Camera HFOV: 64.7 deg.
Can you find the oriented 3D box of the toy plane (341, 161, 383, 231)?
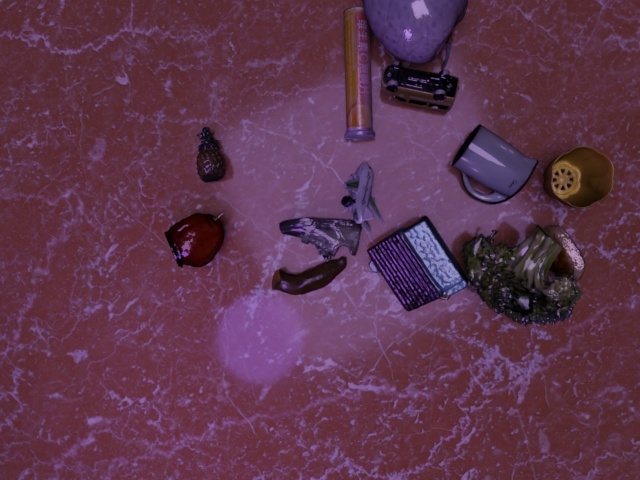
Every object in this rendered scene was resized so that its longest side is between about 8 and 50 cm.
[{"bbox_3d":[0.136,-0.161,1.738,0.101,0.251,0.256,-15,57,31],"label":"toy plane"}]

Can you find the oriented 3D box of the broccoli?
[{"bbox_3d":[0.638,0.121,1.615,0.277,0.317,0.339,20,56,-29],"label":"broccoli"}]

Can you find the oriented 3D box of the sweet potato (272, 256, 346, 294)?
[{"bbox_3d":[-0.039,0.126,1.803,0.285,0.085,0.112,-19,87,6],"label":"sweet potato"}]

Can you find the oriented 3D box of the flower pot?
[{"bbox_3d":[0.821,-0.200,1.649,0.195,0.179,0.195,0,92,7],"label":"flower pot"}]

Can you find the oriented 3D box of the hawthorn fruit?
[{"bbox_3d":[-0.434,-0.018,1.792,0.189,0.189,0.251,40,83,2],"label":"hawthorn fruit"}]

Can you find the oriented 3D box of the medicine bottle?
[{"bbox_3d":[0.126,-0.567,1.731,0.108,0.108,0.427,-2,93,6],"label":"medicine bottle"}]

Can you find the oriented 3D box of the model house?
[{"bbox_3d":[0.320,0.093,1.711,0.248,0.230,0.281,-33,87,17],"label":"model house"}]

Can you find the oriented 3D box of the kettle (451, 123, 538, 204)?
[{"bbox_3d":[0.569,-0.236,1.696,0.236,0.161,0.221,32,124,1],"label":"kettle"}]

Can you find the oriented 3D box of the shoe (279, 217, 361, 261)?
[{"bbox_3d":[0.000,0.001,1.773,0.292,0.109,0.149,0,85,1],"label":"shoe"}]

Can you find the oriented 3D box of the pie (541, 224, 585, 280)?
[{"bbox_3d":[0.789,0.047,1.670,0.084,0.179,0.205,-30,84,1],"label":"pie"}]

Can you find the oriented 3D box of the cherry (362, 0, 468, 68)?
[{"bbox_3d":[0.297,-0.728,1.611,0.334,0.291,0.327,7,78,-6],"label":"cherry"}]

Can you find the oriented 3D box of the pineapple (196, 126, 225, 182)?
[{"bbox_3d":[-0.401,-0.311,1.811,0.108,0.108,0.198,-13,80,6],"label":"pineapple"}]

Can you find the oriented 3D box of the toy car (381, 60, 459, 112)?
[{"bbox_3d":[0.329,-0.511,1.703,0.256,0.124,0.101,13,72,5],"label":"toy car"}]
